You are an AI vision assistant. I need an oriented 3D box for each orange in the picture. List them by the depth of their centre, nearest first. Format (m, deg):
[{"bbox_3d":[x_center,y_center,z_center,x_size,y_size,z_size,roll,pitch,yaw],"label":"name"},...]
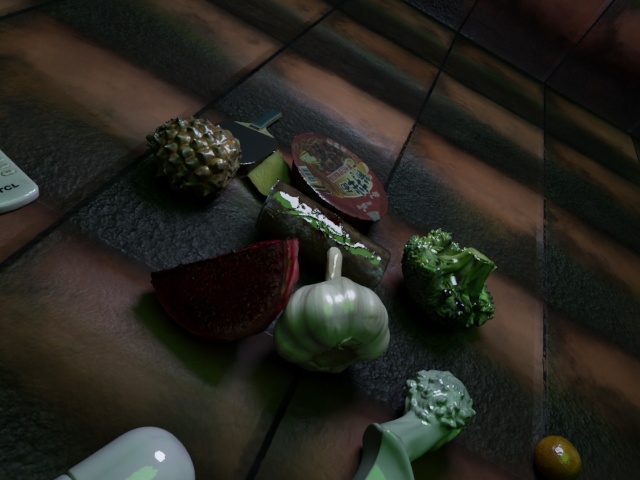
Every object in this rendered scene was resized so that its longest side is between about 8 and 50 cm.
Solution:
[{"bbox_3d":[0.437,0.402,0.828,0.085,0.085,0.085,14,48,-16],"label":"orange"}]

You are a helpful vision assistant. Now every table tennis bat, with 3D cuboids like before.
[{"bbox_3d":[-0.178,-0.262,1.103,0.174,0.022,0.301,24,41,8],"label":"table tennis bat"}]

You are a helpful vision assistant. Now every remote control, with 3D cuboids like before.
[{"bbox_3d":[-0.587,-0.123,0.787,0.190,0.029,0.087,42,47,10],"label":"remote control"}]

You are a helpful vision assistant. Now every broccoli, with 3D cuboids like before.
[{"bbox_3d":[0.273,0.086,0.947,0.226,0.176,0.198,23,35,15],"label":"broccoli"}]

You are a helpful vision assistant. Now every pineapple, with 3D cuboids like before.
[{"bbox_3d":[-0.265,-0.174,0.911,0.193,0.166,0.166,24,45,3],"label":"pineapple"}]

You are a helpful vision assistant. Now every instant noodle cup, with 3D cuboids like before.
[{"bbox_3d":[0.025,-0.123,1.036,0.274,0.091,0.274,27,37,-23],"label":"instant noodle cup"}]

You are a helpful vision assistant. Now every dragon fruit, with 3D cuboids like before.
[{"bbox_3d":[-0.145,0.078,0.747,0.262,0.163,0.189,-11,62,15],"label":"dragon fruit"}]

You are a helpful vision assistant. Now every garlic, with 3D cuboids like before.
[{"bbox_3d":[0.014,0.102,0.782,0.199,0.199,0.225,10,51,-19],"label":"garlic"}]

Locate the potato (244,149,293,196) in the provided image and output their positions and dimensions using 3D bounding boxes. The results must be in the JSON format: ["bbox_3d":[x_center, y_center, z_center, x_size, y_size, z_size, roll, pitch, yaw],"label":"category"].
[{"bbox_3d":[-0.104,-0.135,1.016,0.103,0.096,0.066,63,12,16],"label":"potato"}]

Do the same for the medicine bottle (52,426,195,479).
[{"bbox_3d":[-0.292,0.337,0.476,0.130,0.130,0.341,46,47,15],"label":"medicine bottle"}]

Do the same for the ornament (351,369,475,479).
[{"bbox_3d":[0.141,0.314,0.716,0.285,0.130,0.120,-31,76,-40],"label":"ornament"}]

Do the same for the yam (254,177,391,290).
[{"bbox_3d":[0.001,-0.001,0.917,0.280,0.131,0.131,33,45,-1],"label":"yam"}]
